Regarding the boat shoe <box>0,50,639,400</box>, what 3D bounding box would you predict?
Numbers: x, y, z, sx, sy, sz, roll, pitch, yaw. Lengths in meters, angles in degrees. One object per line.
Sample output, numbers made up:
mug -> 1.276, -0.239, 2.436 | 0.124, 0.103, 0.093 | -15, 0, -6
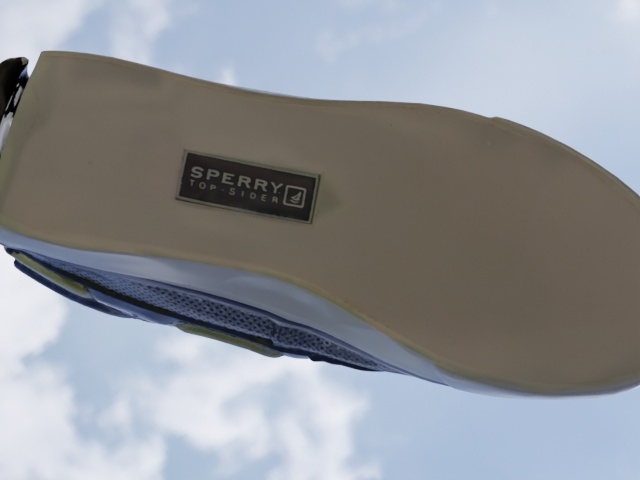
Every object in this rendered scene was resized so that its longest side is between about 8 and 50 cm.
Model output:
boat shoe -> 0.000, 0.000, 0.936 | 0.340, 0.158, 0.127 | 17, -102, 0
